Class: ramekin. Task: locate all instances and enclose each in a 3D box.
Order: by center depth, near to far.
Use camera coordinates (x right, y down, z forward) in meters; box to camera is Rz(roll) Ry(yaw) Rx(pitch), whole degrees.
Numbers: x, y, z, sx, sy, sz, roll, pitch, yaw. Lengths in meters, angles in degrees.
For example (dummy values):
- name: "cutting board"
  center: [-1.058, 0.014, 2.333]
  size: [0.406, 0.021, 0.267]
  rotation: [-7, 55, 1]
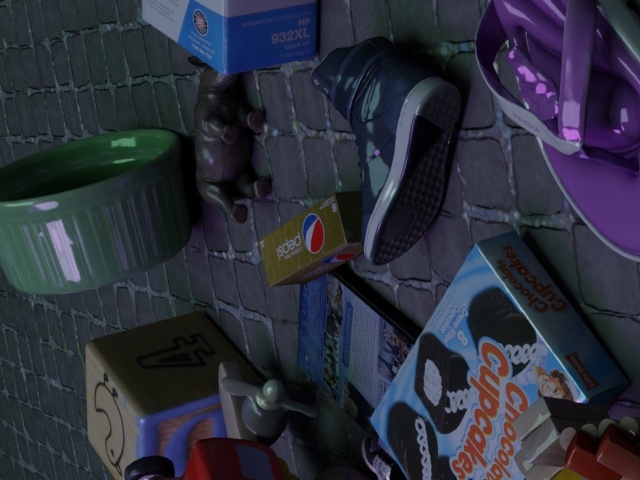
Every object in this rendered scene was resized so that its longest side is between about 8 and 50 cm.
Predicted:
- name: "ramekin"
  center: [-0.327, -0.040, 1.997]
  size: [0.303, 0.303, 0.148]
  rotation: [18, 126, 58]

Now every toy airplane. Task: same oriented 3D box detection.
- name: "toy airplane"
  center: [-0.057, 0.366, 1.751]
  size: [0.384, 0.272, 0.386]
  rotation: [-103, -5, -80]

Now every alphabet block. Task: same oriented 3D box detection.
- name: "alphabet block"
  center: [-0.209, 0.244, 2.017]
  size: [0.197, 0.193, 0.192]
  rotation: [42, 136, 46]

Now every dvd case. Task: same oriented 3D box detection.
- name: "dvd case"
  center: [0.046, 0.132, 1.675]
  size: [0.253, 0.022, 0.180]
  rotation: [40, 136, 48]

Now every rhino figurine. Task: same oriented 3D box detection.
- name: "rhino figurine"
  center: [-0.123, -0.150, 1.797]
  size: [0.106, 0.073, 0.243]
  rotation: [21, 120, 54]

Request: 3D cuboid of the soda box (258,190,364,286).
- name: "soda box"
  center: [0.000, 0.000, 1.629]
  size: [0.181, 0.058, 0.061]
  rotation: [-31, 68, 55]

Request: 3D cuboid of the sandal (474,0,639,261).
- name: "sandal"
  center: [0.185, -0.164, 1.189]
  size: [0.169, 0.102, 0.416]
  rotation: [-44, 64, 59]

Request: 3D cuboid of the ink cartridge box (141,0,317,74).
- name: "ink cartridge box"
  center: [-0.107, -0.373, 1.597]
  size: [0.223, 0.129, 0.307]
  rotation: [40, 136, 49]

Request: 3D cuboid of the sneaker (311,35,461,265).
- name: "sneaker"
  center: [0.055, -0.101, 1.465]
  size: [0.163, 0.086, 0.226]
  rotation: [42, 131, 35]

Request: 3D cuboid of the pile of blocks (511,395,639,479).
- name: "pile of blocks"
  center: [0.269, 0.195, 1.090]
  size: [0.362, 0.113, 0.149]
  rotation: [-8, 73, 51]

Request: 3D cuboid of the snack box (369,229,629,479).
- name: "snack box"
  center: [0.166, 0.161, 1.409]
  size: [0.187, 0.060, 0.322]
  rotation: [56, 145, 26]

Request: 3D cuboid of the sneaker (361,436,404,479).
- name: "sneaker"
  center: [0.079, 0.266, 1.675]
  size: [0.037, 0.032, 0.083]
  rotation: [-45, 68, 44]
